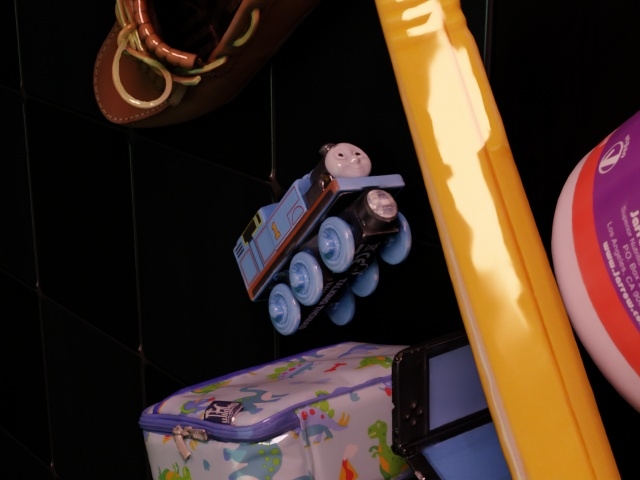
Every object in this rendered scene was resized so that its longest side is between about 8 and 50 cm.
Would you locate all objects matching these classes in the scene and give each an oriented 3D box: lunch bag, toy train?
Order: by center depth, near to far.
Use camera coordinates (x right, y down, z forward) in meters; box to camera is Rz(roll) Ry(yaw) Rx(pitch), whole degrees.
[{"bbox_3d":[-0.012,0.137,0.911,0.176,0.219,0.090,-5,97,54],"label":"lunch bag"},{"bbox_3d":[0.000,0.000,0.971,0.184,0.080,0.105,-53,54,48],"label":"toy train"}]

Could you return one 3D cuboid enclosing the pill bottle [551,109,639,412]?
[{"bbox_3d":[0.257,-0.039,0.522,0.323,0.181,0.181,-45,65,49],"label":"pill bottle"}]

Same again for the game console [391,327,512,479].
[{"bbox_3d":[0.114,0.117,0.818,0.071,0.122,0.107,18,115,49],"label":"game console"}]

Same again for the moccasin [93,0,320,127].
[{"bbox_3d":[-0.098,-0.183,0.978,0.380,0.147,0.139,-19,86,54],"label":"moccasin"}]

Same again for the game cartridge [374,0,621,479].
[{"bbox_3d":[0.102,0.018,0.692,0.285,0.052,0.324,49,-154,-74],"label":"game cartridge"}]
